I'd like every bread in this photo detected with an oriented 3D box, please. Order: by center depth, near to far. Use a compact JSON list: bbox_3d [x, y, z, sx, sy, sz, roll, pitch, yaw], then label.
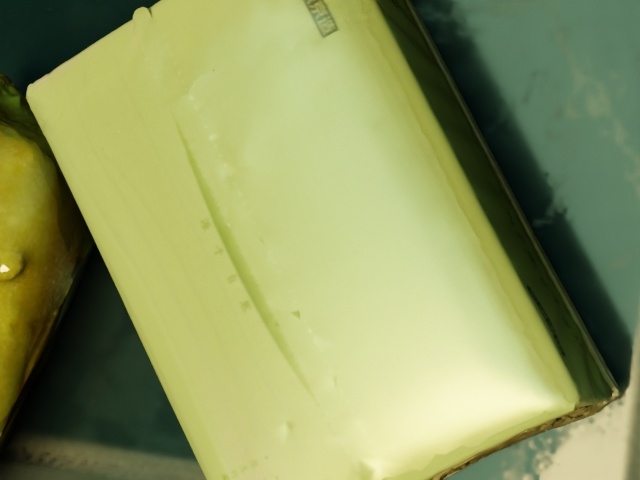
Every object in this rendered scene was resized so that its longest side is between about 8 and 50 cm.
[{"bbox_3d":[-0.167,0.043,0.696,0.088,0.161,0.233,23,102,1],"label":"bread"}]

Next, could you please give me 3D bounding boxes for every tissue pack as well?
[{"bbox_3d":[0.000,0.000,0.650,0.159,0.125,0.234,-29,79,16],"label":"tissue pack"}]
